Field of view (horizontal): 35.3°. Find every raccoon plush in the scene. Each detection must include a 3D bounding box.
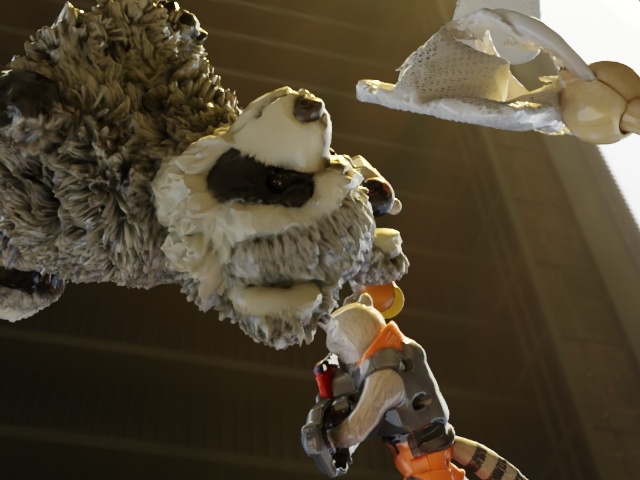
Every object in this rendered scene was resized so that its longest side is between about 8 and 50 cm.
[{"bbox_3d":[-0.117,0.009,0.830,0.299,0.446,0.216,45,-121,8],"label":"raccoon plush"}]

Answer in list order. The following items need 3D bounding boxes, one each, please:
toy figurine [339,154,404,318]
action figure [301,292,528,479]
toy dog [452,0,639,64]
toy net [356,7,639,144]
[{"bbox_3d":[0.000,0.000,1.260,0.210,0.213,0.148,-2,-161,-5],"label":"toy figurine"},{"bbox_3d":[0.114,0.205,1.190,0.330,0.179,0.341,56,-163,-6],"label":"action figure"},{"bbox_3d":[0.165,-0.160,0.490,0.334,0.220,0.161,32,-161,-28],"label":"toy dog"},{"bbox_3d":[0.131,-0.049,0.344,0.232,0.045,0.122,11,-168,7],"label":"toy net"}]
